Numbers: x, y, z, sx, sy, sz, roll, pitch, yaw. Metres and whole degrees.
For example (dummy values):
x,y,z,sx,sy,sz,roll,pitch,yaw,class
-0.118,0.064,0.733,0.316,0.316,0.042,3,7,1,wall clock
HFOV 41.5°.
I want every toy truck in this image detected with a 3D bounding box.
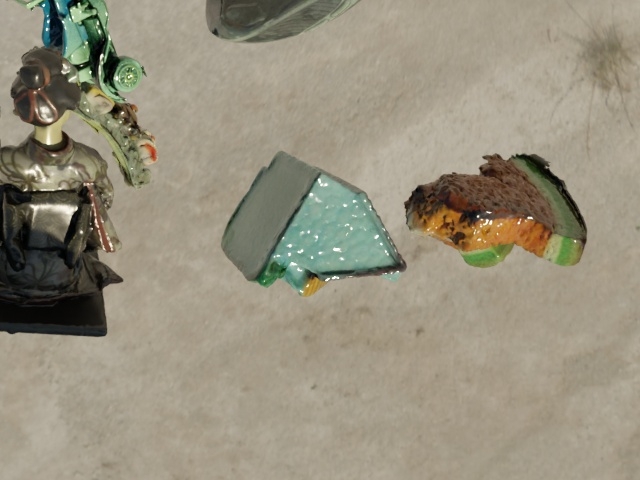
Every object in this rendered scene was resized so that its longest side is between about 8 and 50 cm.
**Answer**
x,y,z,sx,sy,sz,roll,pitch,yaw,class
-0.216,-0.189,0.724,0.080,0.078,0.154,33,147,40,toy truck

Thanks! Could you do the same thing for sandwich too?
x,y,z,sx,sy,sz,roll,pitch,yaw,class
0.270,-0.029,1.387,0.301,0.250,0.162,1,126,-22,sandwich

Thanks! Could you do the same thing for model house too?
x,y,z,sx,sy,sz,roll,pitch,yaw,class
0.000,0.000,1.512,0.248,0.280,0.230,31,94,-25,model house

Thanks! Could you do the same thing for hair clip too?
x,y,z,sx,sy,sz,roll,pitch,yaw,class
-0.365,-0.217,1.442,0.091,0.138,0.321,-27,148,4,hair clip

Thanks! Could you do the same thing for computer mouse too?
x,y,z,sx,sy,sz,roll,pitch,yaw,class
0.022,-0.342,1.024,0.379,0.167,0.090,-19,156,25,computer mouse

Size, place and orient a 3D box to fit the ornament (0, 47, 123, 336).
x,y,z,sx,sy,sz,roll,pitch,yaw,class
-0.209,-0.054,0.601,0.166,0.153,0.196,7,123,-24,ornament
